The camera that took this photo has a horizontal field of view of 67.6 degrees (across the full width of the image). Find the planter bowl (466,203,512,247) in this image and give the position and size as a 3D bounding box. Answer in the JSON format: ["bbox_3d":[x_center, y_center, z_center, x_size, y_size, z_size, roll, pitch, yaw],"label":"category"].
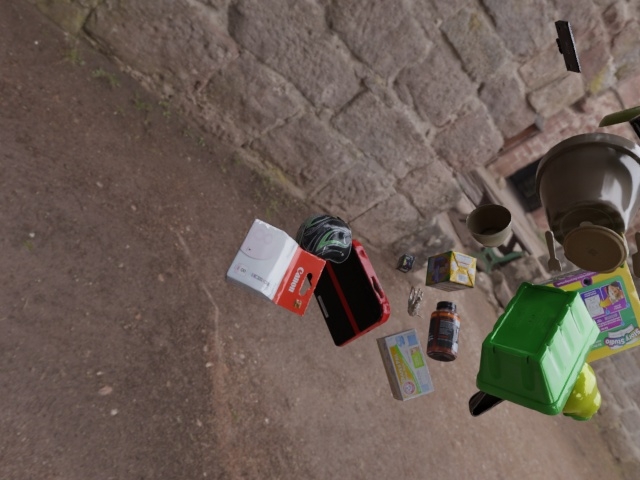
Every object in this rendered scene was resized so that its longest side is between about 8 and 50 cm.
[{"bbox_3d":[0.638,-0.042,1.791,0.162,0.161,0.109,-94,160,-48],"label":"planter bowl"}]

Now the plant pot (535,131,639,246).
[{"bbox_3d":[0.806,-0.120,1.441,0.323,0.323,0.280,50,46,-14],"label":"plant pot"}]

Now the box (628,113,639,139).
[{"bbox_3d":[1.023,-0.277,1.304,0.270,0.216,0.060,59,9,2],"label":"box"}]

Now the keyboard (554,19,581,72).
[{"bbox_3d":[0.844,-0.663,1.635,0.180,0.023,0.108,60,8,-26],"label":"keyboard"}]

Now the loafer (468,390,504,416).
[{"bbox_3d":[0.643,0.546,1.723,0.096,0.268,0.084,44,19,13],"label":"loafer"}]

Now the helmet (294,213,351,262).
[{"bbox_3d":[0.000,0.000,1.512,0.161,0.169,0.170,2,53,-29],"label":"helmet"}]

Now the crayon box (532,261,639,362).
[{"bbox_3d":[0.994,0.271,1.778,0.106,0.362,0.313,143,-69,-83],"label":"crayon box"}]

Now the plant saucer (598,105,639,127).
[{"bbox_3d":[1.118,-0.454,1.698,0.241,0.240,0.037,-32,107,-66],"label":"plant saucer"}]

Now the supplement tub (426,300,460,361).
[{"bbox_3d":[0.432,0.314,1.671,0.106,0.106,0.198,38,54,-35],"label":"supplement tub"}]

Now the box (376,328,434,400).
[{"bbox_3d":[0.271,0.401,1.549,0.103,0.114,0.203,127,-52,-74],"label":"box"}]

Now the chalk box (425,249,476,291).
[{"bbox_3d":[0.534,0.136,2.019,0.132,0.213,0.132,16,73,-20],"label":"chalk box"}]

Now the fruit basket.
[{"bbox_3d":[0.665,0.363,1.418,0.391,0.282,0.393,-10,104,-43],"label":"fruit basket"}]

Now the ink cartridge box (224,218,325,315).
[{"bbox_3d":[-0.116,0.072,1.304,0.232,0.066,0.189,23,63,1],"label":"ink cartridge box"}]

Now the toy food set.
[{"bbox_3d":[0.596,0.018,1.039,0.038,0.192,0.133,-45,124,-37],"label":"toy food set"}]

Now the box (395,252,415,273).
[{"bbox_3d":[0.384,0.104,2.166,0.052,0.083,0.062,25,69,-4],"label":"box"}]

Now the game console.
[{"bbox_3d":[0.112,0.224,2.065,0.060,0.342,0.387,-3,62,-44],"label":"game console"}]

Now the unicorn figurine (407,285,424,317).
[{"bbox_3d":[0.335,0.223,1.704,0.162,0.060,0.111,8,96,-68],"label":"unicorn figurine"}]
